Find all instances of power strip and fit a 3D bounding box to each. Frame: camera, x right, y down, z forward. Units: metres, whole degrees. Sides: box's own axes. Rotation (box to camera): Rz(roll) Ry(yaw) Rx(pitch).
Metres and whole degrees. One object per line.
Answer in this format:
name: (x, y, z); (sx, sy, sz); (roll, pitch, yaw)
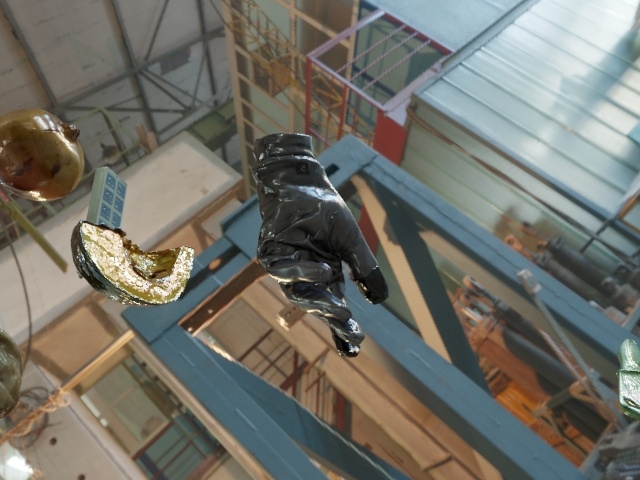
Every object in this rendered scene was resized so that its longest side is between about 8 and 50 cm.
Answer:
power strip: (-0.614, -0.037, 1.468); (0.043, 0.367, 0.106); (-10, -28, 14)

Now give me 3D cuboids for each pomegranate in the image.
pomegranate: (-0.638, -0.191, 1.164); (0.209, 0.209, 0.209); (-43, -20, -20)

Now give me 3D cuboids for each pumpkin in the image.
pumpkin: (-0.378, 0.084, 1.042); (0.148, 0.169, 0.312); (-32, -23, 22)

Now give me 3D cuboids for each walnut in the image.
walnut: (-0.911, 0.333, 1.302); (0.285, 0.296, 0.285); (-18, -63, -39)

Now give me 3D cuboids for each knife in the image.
knife: (0.291, 0.123, 0.480); (0.207, 0.030, 0.014); (-12, -69, -59)

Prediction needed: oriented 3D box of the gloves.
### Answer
gloves: (-0.004, -0.001, 0.612); (0.142, 0.285, 0.119); (-8, -26, -23)
